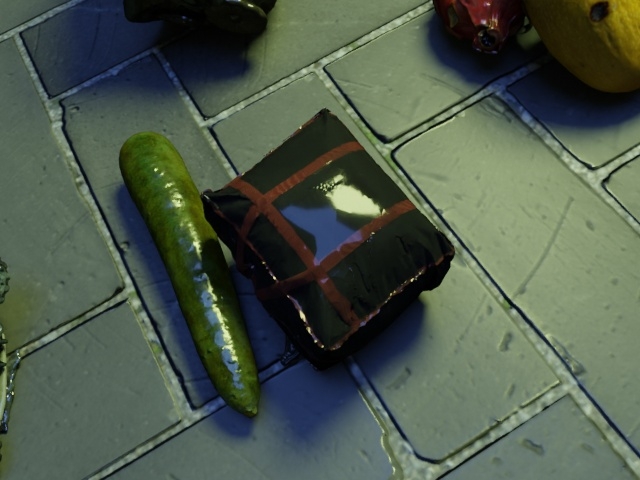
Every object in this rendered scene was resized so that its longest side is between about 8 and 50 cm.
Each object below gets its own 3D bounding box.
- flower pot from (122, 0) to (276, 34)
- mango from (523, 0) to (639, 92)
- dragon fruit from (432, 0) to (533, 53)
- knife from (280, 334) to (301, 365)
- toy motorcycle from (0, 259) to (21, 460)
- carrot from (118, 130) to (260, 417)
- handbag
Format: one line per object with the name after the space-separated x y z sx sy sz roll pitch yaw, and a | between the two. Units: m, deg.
-0.166 -0.405 0.764 0.213 0.302 0.302 -8 62 3 | flower pot
0.291 -0.296 0.662 0.177 0.120 0.295 -45 109 -20 | mango
0.201 -0.307 0.742 0.136 0.133 0.166 0 61 1 | dragon fruit
-0.059 0.029 0.668 0.045 0.021 0.222 -24 63 -1 | knife
-0.420 0.131 0.618 0.204 0.108 0.239 -4 62 6 | toy motorcycle
-0.138 0.023 0.656 0.074 0.074 0.359 -26 63 -5 | carrot
0.000 0.000 0.596 0.169 0.155 0.215 -33 70 -17 | handbag
